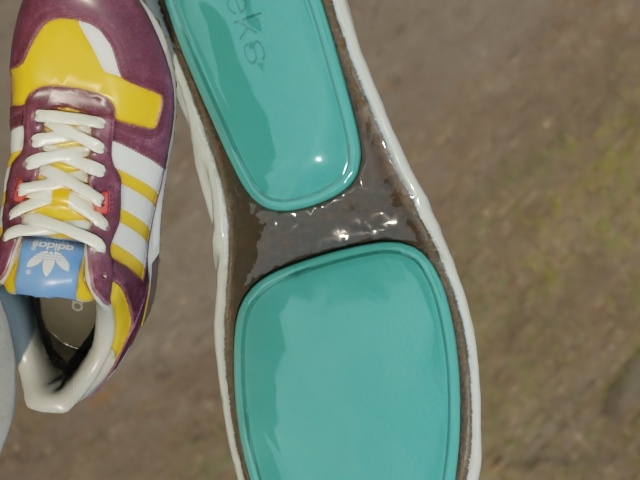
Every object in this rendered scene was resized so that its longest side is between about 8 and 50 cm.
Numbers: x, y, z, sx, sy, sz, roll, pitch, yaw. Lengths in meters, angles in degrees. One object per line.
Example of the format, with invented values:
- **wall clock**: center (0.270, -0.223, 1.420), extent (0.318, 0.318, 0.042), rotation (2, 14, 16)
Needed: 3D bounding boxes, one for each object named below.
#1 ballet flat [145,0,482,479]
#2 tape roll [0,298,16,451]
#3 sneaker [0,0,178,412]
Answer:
- **ballet flat**: center (0.000, 0.000, 0.960), extent (0.139, 0.400, 0.139), rotation (-14, 179, 0)
- **tape roll**: center (-0.295, 0.009, 0.604), extent (0.392, 0.392, 0.072), rotation (-10, 135, -56)
- **sneaker**: center (-0.098, -0.018, 0.730), extent (0.084, 0.070, 0.185), rotation (-71, 163, -60)
